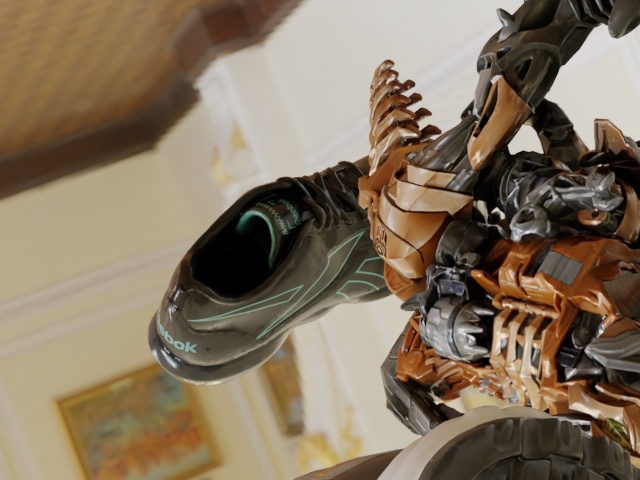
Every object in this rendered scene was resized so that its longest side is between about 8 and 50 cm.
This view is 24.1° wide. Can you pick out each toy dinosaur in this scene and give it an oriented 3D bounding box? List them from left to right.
[{"bbox_3d":[0.091,-0.022,0.642,0.218,0.322,0.164,-46,144,3],"label":"toy dinosaur"}]

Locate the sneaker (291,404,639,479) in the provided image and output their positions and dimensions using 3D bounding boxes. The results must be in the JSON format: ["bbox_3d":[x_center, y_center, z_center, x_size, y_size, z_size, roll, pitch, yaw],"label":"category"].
[{"bbox_3d":[0.084,0.129,0.457,0.108,0.100,0.271,-13,140,43],"label":"sneaker"}]

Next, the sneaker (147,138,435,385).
[{"bbox_3d":[0.000,0.000,1.031,0.267,0.101,0.106,-36,154,-25],"label":"sneaker"}]
